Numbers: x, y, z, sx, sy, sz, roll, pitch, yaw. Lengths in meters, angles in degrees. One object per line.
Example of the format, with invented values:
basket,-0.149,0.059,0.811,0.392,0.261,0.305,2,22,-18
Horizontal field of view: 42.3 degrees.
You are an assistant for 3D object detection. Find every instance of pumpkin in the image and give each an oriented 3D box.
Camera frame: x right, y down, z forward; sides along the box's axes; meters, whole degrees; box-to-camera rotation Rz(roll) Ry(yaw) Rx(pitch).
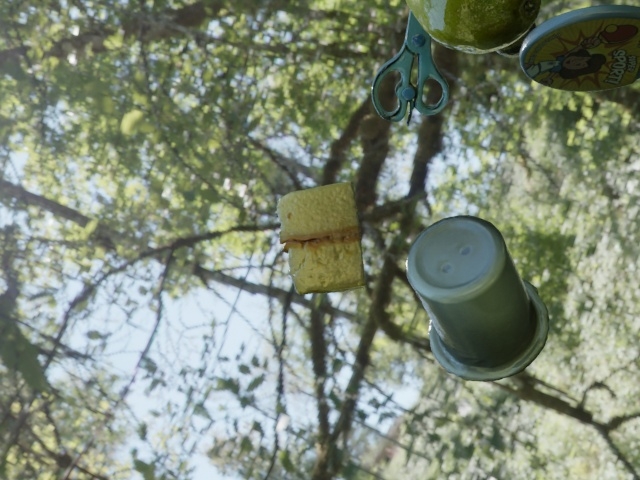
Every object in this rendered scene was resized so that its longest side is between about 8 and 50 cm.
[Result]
pumpkin,0.457,-0.535,2.037,0.119,0.183,0.107,-39,9,14

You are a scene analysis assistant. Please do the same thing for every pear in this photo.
pear,0.280,-0.450,1.519,0.212,0.269,0.212,-25,-54,-40

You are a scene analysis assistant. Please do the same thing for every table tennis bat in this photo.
table tennis bat,0.487,-0.307,1.321,0.215,0.329,0.044,74,-164,-66

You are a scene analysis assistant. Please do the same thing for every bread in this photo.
bread,0.000,0.000,1.809,0.135,0.178,0.239,93,169,-78

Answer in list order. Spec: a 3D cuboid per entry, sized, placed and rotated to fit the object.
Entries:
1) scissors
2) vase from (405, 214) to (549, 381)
scissors,0.213,-0.448,1.866,0.032,0.180,0.392,-92,4,-62
vase,0.275,0.100,1.535,0.245,0.245,0.291,-61,-37,-20
